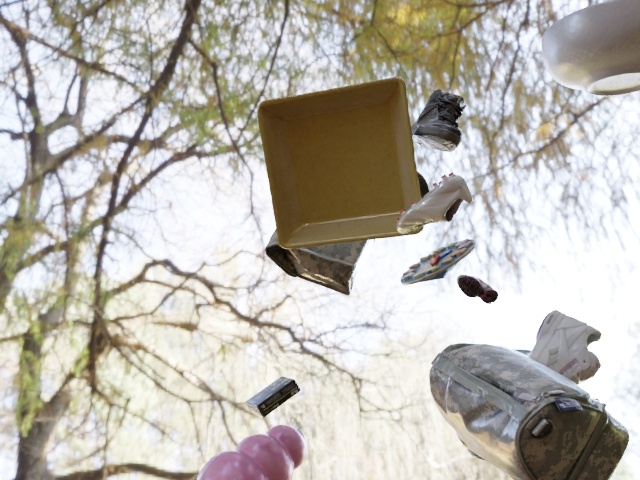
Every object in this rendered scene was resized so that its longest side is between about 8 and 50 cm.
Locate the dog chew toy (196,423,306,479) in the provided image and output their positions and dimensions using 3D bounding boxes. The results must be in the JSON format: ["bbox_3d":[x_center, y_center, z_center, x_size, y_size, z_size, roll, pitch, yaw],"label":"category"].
[{"bbox_3d":[-0.169,0.616,1.753,0.331,0.207,0.207,-31,-19,-38],"label":"dog chew toy"}]

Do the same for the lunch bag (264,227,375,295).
[{"bbox_3d":[0.000,0.000,1.966,0.286,0.235,0.169,19,-39,11],"label":"lunch bag"}]

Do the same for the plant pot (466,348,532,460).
[{"bbox_3d":[0.523,0.438,1.802,0.271,0.256,0.271,-7,0,0],"label":"plant pot"}]

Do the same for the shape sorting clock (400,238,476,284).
[{"bbox_3d":[0.283,0.049,1.595,0.206,0.206,0.040,-23,-80,26],"label":"shape sorting clock"}]

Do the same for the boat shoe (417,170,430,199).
[{"bbox_3d":[0.282,-0.131,1.855,0.056,0.152,0.049,-22,-12,-33],"label":"boat shoe"}]

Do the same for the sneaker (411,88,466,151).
[{"bbox_3d":[0.253,-0.253,1.358,0.087,0.227,0.130,28,-82,-8],"label":"sneaker"}]

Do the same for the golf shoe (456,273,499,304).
[{"bbox_3d":[0.511,0.154,2.199,0.186,0.086,0.068,28,-75,-33],"label":"golf shoe"}]

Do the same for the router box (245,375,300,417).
[{"bbox_3d":[-0.123,0.402,1.697,0.122,0.038,0.092,-32,9,-25],"label":"router box"}]

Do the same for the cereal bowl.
[{"bbox_3d":[0.688,-0.427,1.518,0.338,0.141,0.339,-1,-7,0],"label":"cereal bowl"}]

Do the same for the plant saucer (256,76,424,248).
[{"bbox_3d":[0.049,-0.165,1.448,0.332,0.081,0.333,-7,-81,16],"label":"plant saucer"}]

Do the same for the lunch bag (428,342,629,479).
[{"bbox_3d":[0.361,0.321,1.200,0.256,0.305,0.213,36,-95,-27],"label":"lunch bag"}]

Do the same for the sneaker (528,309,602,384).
[{"bbox_3d":[0.530,0.289,1.459,0.152,0.305,0.114,18,-32,28],"label":"sneaker"}]

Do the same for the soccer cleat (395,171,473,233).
[{"bbox_3d":[0.221,-0.057,1.304,0.068,0.076,0.196,-21,-17,-42],"label":"soccer cleat"}]
